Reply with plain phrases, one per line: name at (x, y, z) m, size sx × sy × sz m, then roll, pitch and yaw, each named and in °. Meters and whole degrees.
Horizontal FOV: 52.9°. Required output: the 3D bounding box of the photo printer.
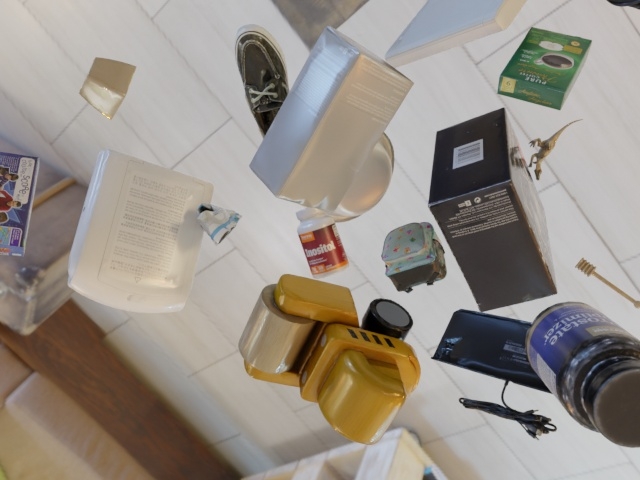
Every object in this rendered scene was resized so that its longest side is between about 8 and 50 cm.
photo printer at (-0.372, -0.006, 1.340) m, size 0.256 × 0.307 × 0.107 m, roll 17°, pitch 164°, yaw -27°

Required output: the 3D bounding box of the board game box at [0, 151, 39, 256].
board game box at (-0.584, -0.071, 1.139) m, size 0.136 × 0.201 × 0.035 m, roll 8°, pitch 145°, yaw -20°

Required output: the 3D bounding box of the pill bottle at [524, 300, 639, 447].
pill bottle at (0.342, 0.161, 0.794) m, size 0.123 × 0.219 × 0.122 m, roll 0°, pitch 100°, yaw 1°

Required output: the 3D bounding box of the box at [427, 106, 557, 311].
box at (0.394, -0.075, 1.467) m, size 0.179 × 0.343 × 0.312 m, roll -17°, pitch 121°, yaw 24°

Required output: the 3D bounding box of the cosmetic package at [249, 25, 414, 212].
cosmetic package at (0.013, -0.169, 0.945) m, size 0.238 × 0.127 × 0.107 m, roll -55°, pitch 48°, yaw 19°

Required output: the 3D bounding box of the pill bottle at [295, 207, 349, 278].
pill bottle at (0.000, 0.000, 1.390) m, size 0.086 × 0.086 × 0.152 m, roll -17°, pitch 95°, yaw 31°

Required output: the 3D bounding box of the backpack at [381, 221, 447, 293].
backpack at (0.259, 0.032, 1.799) m, size 0.166 × 0.188 × 0.144 m, roll -23°, pitch 117°, yaw 25°

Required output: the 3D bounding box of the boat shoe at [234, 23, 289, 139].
boat shoe at (-0.083, -0.238, 1.043) m, size 0.078 × 0.070 × 0.219 m, roll -13°, pitch 128°, yaw 9°

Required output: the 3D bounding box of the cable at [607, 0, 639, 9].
cable at (0.592, -0.503, 1.207) m, size 0.185 × 0.047 × 0.150 m, roll 31°, pitch 165°, yaw 17°

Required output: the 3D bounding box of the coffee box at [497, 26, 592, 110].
coffee box at (0.385, -0.298, 1.101) m, size 0.113 × 0.184 × 0.040 m, roll 20°, pitch 140°, yaw 19°

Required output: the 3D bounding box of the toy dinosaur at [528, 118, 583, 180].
toy dinosaur at (0.564, -0.236, 1.595) m, size 0.053 × 0.093 × 0.183 m, roll 45°, pitch 124°, yaw 30°

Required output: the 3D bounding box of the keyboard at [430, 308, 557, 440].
keyboard at (0.337, 0.232, 1.125) m, size 0.317 × 0.201 × 0.033 m, roll 9°, pitch 150°, yaw 44°

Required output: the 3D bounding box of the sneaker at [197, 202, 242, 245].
sneaker at (-0.217, -0.048, 1.345) m, size 0.083 × 0.190 × 0.071 m, roll 43°, pitch 92°, yaw -7°

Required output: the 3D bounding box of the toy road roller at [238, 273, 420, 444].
toy road roller at (0.026, 0.226, 1.178) m, size 0.330 × 0.240 × 0.202 m, roll 16°, pitch 119°, yaw -17°

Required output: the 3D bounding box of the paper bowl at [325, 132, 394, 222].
paper bowl at (0.073, -0.178, 1.686) m, size 0.148 × 0.284 × 0.284 m, roll 41°, pitch 141°, yaw 46°

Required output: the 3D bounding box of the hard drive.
hard drive at (0.277, -0.443, 1.244) m, size 0.040 × 0.203 × 0.308 m, roll 45°, pitch 159°, yaw -24°

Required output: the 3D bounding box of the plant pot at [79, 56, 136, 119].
plant pot at (-0.529, -0.385, 1.584) m, size 0.096 × 0.109 × 0.109 m, roll 25°, pitch 142°, yaw -26°

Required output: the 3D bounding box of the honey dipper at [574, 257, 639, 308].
honey dipper at (0.641, 0.097, 1.424) m, size 0.161 × 0.030 × 0.030 m, roll 39°, pitch 130°, yaw 19°
